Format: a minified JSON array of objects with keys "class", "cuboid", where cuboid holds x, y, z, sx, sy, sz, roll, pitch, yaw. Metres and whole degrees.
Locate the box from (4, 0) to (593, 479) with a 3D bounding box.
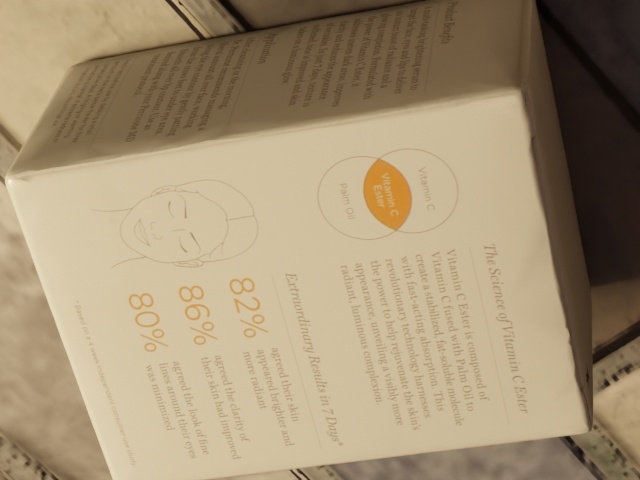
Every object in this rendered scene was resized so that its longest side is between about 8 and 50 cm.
[{"class":"box","cuboid":[0.000,0.000,0.597,0.170,0.091,0.130,-8,118,12]}]
